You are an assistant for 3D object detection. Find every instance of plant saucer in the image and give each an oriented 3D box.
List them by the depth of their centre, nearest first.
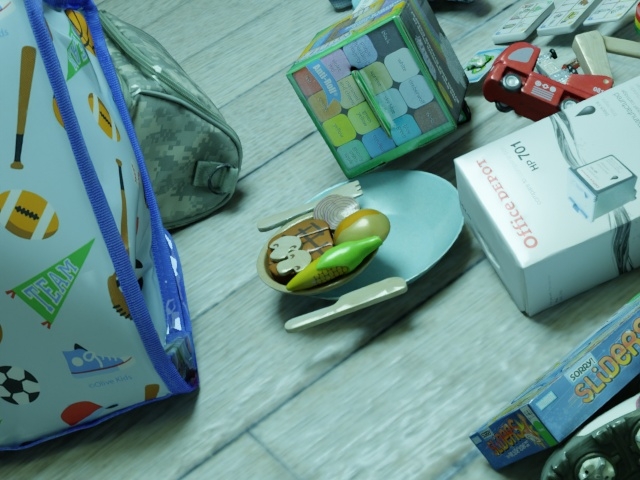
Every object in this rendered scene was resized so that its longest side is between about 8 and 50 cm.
[{"bbox_3d":[0.049,0.003,1.137,0.194,0.037,0.195,-13,36,10],"label":"plant saucer"}]

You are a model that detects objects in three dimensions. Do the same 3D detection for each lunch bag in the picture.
[{"bbox_3d":[-0.313,0.001,1.061,0.327,0.386,0.239,-17,6,7],"label":"lunch bag"},{"bbox_3d":[-0.247,-0.139,1.334,0.256,0.213,0.305,7,23,-30],"label":"lunch bag"}]

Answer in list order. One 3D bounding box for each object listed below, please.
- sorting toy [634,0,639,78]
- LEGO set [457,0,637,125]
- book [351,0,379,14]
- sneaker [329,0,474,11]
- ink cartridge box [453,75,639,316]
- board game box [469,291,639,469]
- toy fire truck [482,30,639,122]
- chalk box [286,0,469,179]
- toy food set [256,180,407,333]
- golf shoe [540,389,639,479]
[{"bbox_3d":[0.373,-0.141,1.084,0.132,0.046,0.274,-36,55,-18],"label":"sorting toy"},{"bbox_3d":[0.247,-0.198,1.317,0.182,0.060,0.244,0,37,47],"label":"LEGO set"},{"bbox_3d":[0.066,-0.244,1.407,0.035,0.096,0.144,1,41,28],"label":"book"},{"bbox_3d":[0.103,-0.325,1.522,0.125,0.104,0.261,-52,38,-12],"label":"sneaker"},{"bbox_3d":[0.233,-0.040,1.033,0.190,0.082,0.140,-24,54,-5],"label":"ink cartridge box"},{"bbox_3d":[0.211,0.087,0.868,0.201,0.136,0.035,-36,81,-20],"label":"board game box"},{"bbox_3d":[0.274,-0.165,1.180,0.192,0.047,0.135,25,67,10],"label":"toy fire truck"},{"bbox_3d":[0.059,-0.159,1.204,0.132,0.132,0.213,-24,16,21],"label":"chalk box"},{"bbox_3d":[0.000,0.000,1.099,0.132,0.039,0.192,-22,35,0],"label":"toy food set"},{"bbox_3d":[0.269,0.125,0.826,0.272,0.105,0.120,-21,18,-9],"label":"golf shoe"}]
